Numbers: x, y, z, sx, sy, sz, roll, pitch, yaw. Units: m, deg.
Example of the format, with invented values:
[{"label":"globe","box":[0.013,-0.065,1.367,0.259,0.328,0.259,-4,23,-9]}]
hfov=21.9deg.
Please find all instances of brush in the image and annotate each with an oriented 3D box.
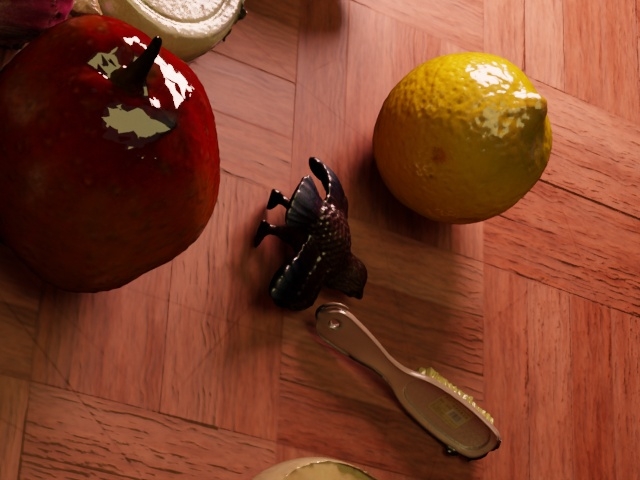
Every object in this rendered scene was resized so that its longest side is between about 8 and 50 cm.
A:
[{"label":"brush","box":[0.111,0.173,2.135,0.313,0.072,0.067,39,27,-18]}]

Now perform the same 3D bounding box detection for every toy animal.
[{"label":"toy animal","box":[0.005,0.005,2.077,0.179,0.116,0.218,35,52,-23]}]

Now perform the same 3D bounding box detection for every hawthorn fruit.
[{"label":"hawthorn fruit","box":[-0.228,-0.114,1.790,0.285,0.369,0.284,12,54,-16]}]

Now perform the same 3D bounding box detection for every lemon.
[{"label":"lemon","box":[0.191,-0.138,2.193,0.228,0.253,0.228,5,79,-27]}]

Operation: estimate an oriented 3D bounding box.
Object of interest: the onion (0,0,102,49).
[{"label":"onion","box":[-0.370,-0.334,1.850,0.272,0.230,0.256,-23,87,-34]}]

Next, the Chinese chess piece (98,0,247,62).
[{"label":"Chinese chess piece","box":[-0.202,-0.332,2.069,0.238,0.092,0.237,17,62,-33]}]

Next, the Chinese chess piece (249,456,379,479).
[{"label":"Chinese chess piece","box":[-0.003,0.376,1.928,0.250,0.103,0.249,15,64,-32]}]
